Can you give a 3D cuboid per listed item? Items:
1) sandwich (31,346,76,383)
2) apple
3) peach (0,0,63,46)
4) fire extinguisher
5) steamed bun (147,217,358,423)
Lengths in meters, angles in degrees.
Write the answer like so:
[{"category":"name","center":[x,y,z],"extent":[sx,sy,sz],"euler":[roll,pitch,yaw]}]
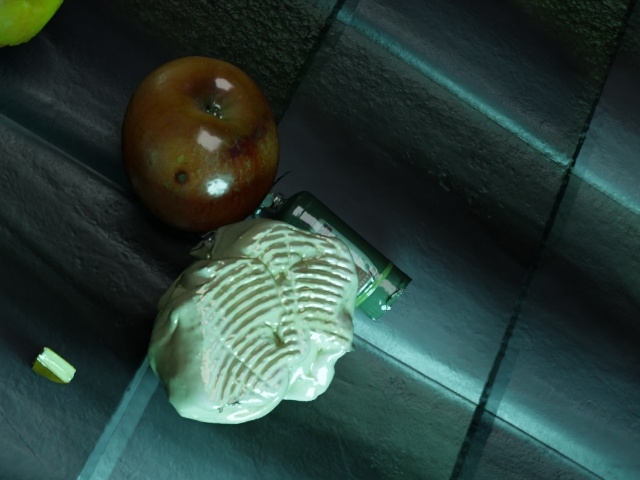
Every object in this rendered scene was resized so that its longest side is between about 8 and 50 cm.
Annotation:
[{"category":"sandwich","center":[-0.376,0.169,1.889],"extent":[0.083,0.044,0.031],"euler":[54,49,-49]},{"category":"apple","center":[-0.173,-0.142,1.991],"extent":[0.254,0.253,0.253],"euler":[10,64,-21]},{"category":"peach","center":[-0.522,-0.440,1.925],"extent":[0.370,0.370,0.370],"euler":[10,64,-21]},{"category":"fire extinguisher","center":[0.000,0.000,2.110],"extent":[0.294,0.118,0.093],"euler":[40,22,-4]},{"category":"steamed bun","center":[-0.108,0.114,1.945],"extent":[0.320,0.206,0.275],"euler":[-22,94,-31]}]
